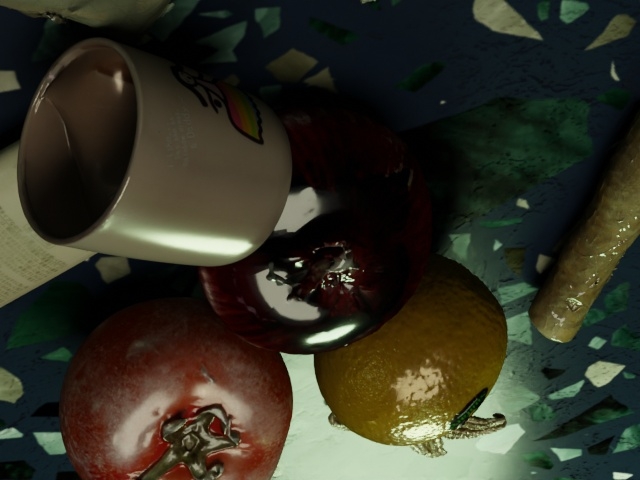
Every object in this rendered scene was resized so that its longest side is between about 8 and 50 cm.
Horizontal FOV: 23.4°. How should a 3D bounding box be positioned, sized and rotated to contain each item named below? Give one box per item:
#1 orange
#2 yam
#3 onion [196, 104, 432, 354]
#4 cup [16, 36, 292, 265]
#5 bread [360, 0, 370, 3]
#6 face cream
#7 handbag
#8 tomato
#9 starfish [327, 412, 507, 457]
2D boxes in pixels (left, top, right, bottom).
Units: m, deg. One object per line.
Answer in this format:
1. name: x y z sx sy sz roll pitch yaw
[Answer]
1. orange: 0.103 0.127 1.795 0.236 0.236 0.236 -8 137 -8
2. yam: 0.336 -0.013 1.820 0.081 0.081 0.357 6 132 -21
3. onion: 0.000 0.000 1.600 0.273 0.285 0.273 -4 108 -14
4. cup: -0.161 -0.094 1.471 0.200 0.253 0.191 13 125 -43
5. bread: 0.071 -0.368 1.360 0.183 0.102 0.337 -20 135 -1
6. face cream: -0.317 -0.021 1.621 0.348 0.081 0.173 -29 135 14
7. handbag: -0.230 -0.254 1.383 0.270 0.117 0.182 12 143 -34
8. tomato: -0.170 0.190 1.779 0.270 0.227 0.270 -7 114 -16
9. starfish: 0.129 0.223 2.031 0.240 0.043 0.227 -4 134 -7
